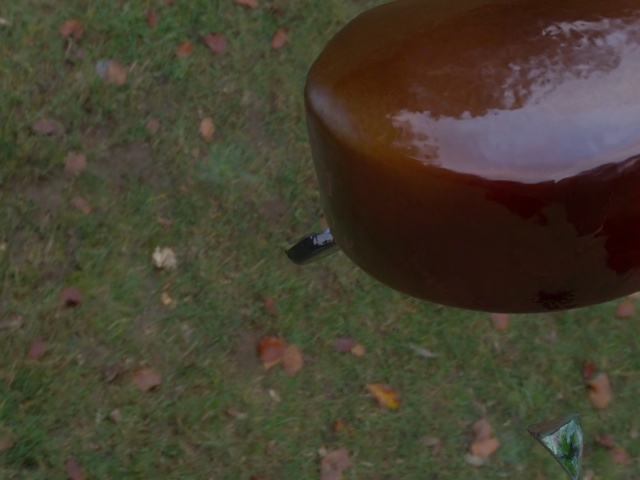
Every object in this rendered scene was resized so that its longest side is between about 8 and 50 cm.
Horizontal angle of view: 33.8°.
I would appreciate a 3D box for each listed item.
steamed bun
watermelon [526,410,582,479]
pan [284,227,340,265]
[{"bbox_3d":[0.185,-0.077,0.889,0.379,0.235,0.248,-13,47,1],"label":"steamed bun"},{"bbox_3d":[0.343,0.295,1.511,0.080,0.155,0.101,-8,76,6],"label":"watermelon"},{"bbox_3d":[0.001,0.003,1.391,0.115,0.212,0.040,-25,90,-11],"label":"pan"}]
